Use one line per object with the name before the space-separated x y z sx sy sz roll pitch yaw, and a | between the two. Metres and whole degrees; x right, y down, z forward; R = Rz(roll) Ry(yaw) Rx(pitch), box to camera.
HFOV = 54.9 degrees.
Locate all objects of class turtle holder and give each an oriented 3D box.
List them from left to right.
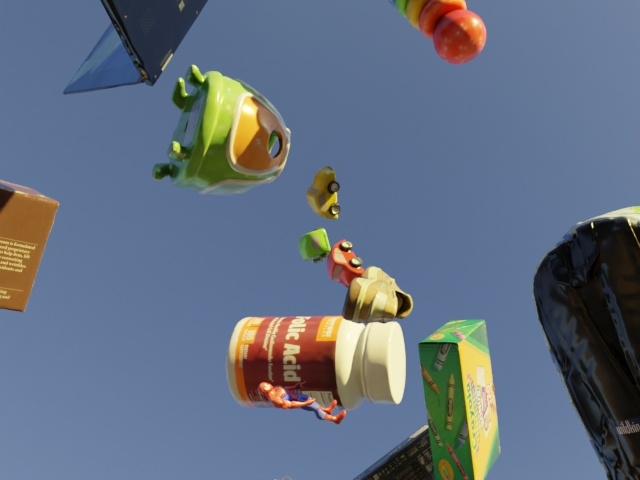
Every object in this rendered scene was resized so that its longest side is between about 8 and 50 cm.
turtle holder | -0.204 -0.187 1.252 0.227 0.243 0.320 15 -34 -23

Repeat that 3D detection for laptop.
laptop | -0.258 -0.435 0.877 0.236 0.408 0.382 22 -108 11

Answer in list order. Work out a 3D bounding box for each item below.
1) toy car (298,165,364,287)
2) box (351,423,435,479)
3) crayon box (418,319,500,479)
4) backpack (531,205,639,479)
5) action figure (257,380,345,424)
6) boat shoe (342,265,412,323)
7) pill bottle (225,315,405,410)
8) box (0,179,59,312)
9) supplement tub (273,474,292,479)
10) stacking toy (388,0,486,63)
toy car | 0.000 0.000 1.185 0.053 0.225 0.239 -11 -102 -21
box | 0.188 0.514 1.249 0.232 0.059 0.183 -31 -98 -20
crayon box | 0.268 0.306 1.174 0.081 0.165 0.278 -5 -84 32
backpack | 0.442 0.128 0.819 0.355 0.273 0.290 54 -41 10
action figure | -0.023 0.181 0.703 0.115 0.038 0.030 23 -80 -33
boat shoe | 0.077 0.076 0.760 0.072 0.190 0.068 14 -82 11
pill bottle | -0.007 0.292 1.478 0.392 0.224 0.224 -4 -65 18
box | -0.582 -0.004 1.053 0.168 0.167 0.203 18 -90 -43
supplement tub | -0.168 0.610 1.147 0.331 0.241 0.241 -22 -65 -15
stacking toy | 0.192 -0.443 1.118 0.141 0.330 0.141 -22 -28 -12
